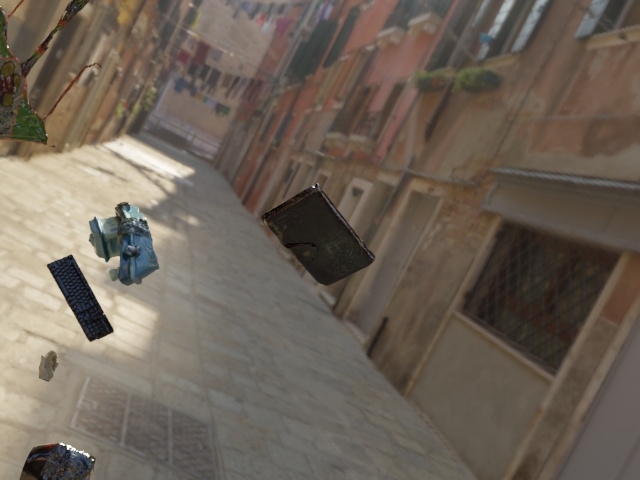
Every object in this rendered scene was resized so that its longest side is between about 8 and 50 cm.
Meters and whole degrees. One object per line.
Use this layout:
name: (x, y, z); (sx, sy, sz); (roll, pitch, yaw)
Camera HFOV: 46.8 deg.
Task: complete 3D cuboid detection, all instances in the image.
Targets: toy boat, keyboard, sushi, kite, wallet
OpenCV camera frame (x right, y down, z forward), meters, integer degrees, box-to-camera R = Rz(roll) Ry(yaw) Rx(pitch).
toy boat: (-0.340, 0.011, 1.265); (0.098, 0.109, 0.238); (-12, 26, -19)
keyboard: (-0.501, 0.119, 1.549); (0.195, 0.060, 0.018); (57, -35, 11)
sushi: (-0.541, 0.506, 1.511); (0.126, 0.225, 0.136); (20, 41, -6)
kite: (-0.273, -0.176, 0.708); (0.198, 0.244, 0.006); (58, 18, 25)
wallet: (0.000, 0.000, 1.317); (0.232, 0.122, 0.031); (49, 16, -45)

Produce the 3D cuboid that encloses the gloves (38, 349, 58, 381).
gloves: (-0.599, 0.278, 1.618); (0.037, 0.081, 0.044); (26, -4, 42)
